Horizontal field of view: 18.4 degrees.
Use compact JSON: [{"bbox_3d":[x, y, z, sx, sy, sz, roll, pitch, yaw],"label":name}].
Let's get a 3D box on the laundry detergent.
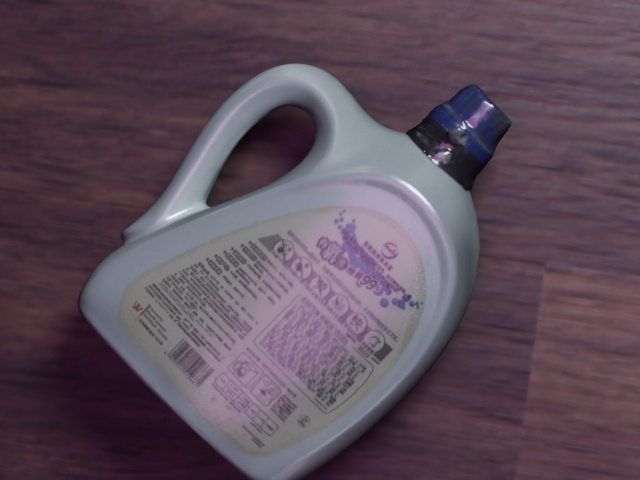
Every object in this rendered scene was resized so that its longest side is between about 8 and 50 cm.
[{"bbox_3d":[0.000,0.000,1.264,0.215,0.105,0.280,43,98,10],"label":"laundry detergent"}]
